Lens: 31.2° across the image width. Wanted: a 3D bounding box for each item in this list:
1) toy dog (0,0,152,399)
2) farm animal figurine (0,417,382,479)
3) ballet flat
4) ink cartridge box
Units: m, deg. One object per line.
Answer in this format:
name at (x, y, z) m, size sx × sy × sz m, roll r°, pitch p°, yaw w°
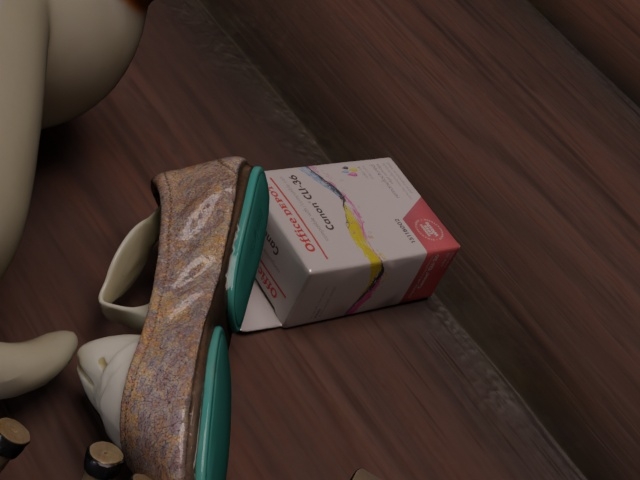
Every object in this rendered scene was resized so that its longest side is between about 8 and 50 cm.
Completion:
toy dog at (-0.259, -0.131, 0.770) m, size 0.395 × 0.284 × 0.408 m, roll 37°, pitch 37°, yaw -8°
farm animal figurine at (-0.037, 0.233, 0.569) m, size 0.330 × 0.172 × 0.327 m, roll 39°, pitch 23°, yaw 24°
ballet flat at (-0.103, 0.067, 0.778) m, size 0.106 × 0.107 × 0.316 m, roll 1°, pitch 44°, yaw 6°
ink cartridge box at (0.000, 0.000, 0.931) m, size 0.198 × 0.067 × 0.115 m, roll -10°, pitch 51°, yaw -37°
